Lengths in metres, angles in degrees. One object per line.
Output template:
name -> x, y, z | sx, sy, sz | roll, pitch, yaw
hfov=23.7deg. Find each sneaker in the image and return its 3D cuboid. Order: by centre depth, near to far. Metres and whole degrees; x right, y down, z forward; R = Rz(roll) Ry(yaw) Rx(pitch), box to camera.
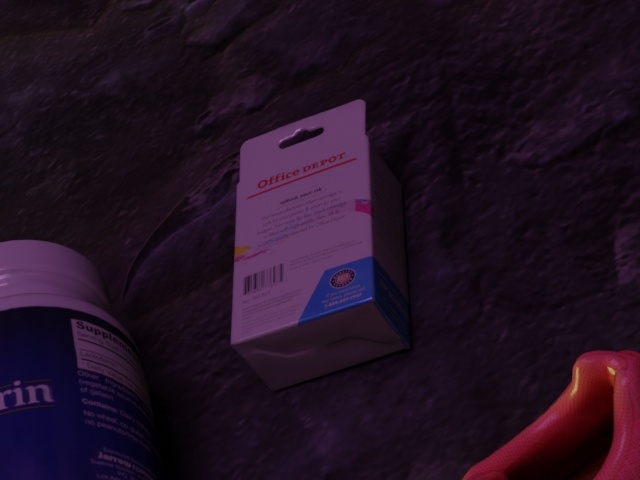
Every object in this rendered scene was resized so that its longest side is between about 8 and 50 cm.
sneaker -> 0.079, 0.179, 0.766 | 0.314, 0.136, 0.116 | -49, 42, -11

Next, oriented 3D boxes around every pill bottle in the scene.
pill bottle -> -0.181, 0.130, 0.976 | 0.153, 0.153, 0.264 | -30, 42, 10

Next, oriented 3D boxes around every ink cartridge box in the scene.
ink cartridge box -> 0.000, 0.000, 1.030 | 0.104, 0.061, 0.181 | -18, 46, 20
